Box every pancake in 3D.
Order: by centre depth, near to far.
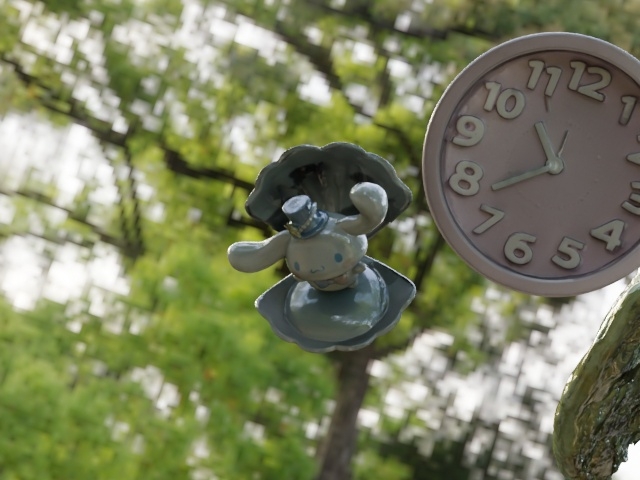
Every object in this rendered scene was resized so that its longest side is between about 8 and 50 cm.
[{"bbox_3d":[0.121,0.022,0.581,0.022,0.129,0.116,36,-36,27],"label":"pancake"}]

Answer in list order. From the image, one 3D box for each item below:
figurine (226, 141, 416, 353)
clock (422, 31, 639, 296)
[{"bbox_3d":[0.000,0.000,0.912,0.094,0.082,0.086,-5,-52,7],"label":"figurine"},{"bbox_3d":[0.175,-0.057,1.373,0.197,0.196,0.068,16,4,5],"label":"clock"}]
